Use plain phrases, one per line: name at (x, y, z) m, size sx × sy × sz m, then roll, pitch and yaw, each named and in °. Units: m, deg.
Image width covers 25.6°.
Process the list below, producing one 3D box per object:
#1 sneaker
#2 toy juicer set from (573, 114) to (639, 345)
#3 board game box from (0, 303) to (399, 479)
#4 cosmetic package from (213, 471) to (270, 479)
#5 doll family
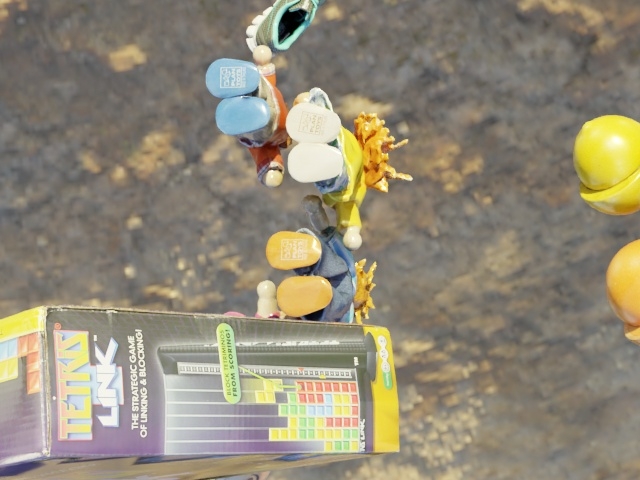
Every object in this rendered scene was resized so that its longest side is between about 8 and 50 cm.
sneaker at (-0.020, -0.289, 1.710) m, size 0.065 × 0.076 × 0.166 m, roll 33°, pitch 89°, yaw -23°
toy juicer set at (0.254, -0.069, 0.848) m, size 0.089 × 0.209 × 0.329 m, roll -17°, pitch 115°, yaw -38°
board game box at (-0.080, 0.063, 0.501) m, size 0.141 × 0.048 × 0.170 m, roll 5°, pitch 165°, yaw -40°
cosmetic package at (-0.209, 0.184, 1.240) m, size 0.296 × 0.153 × 0.129 m, roll 16°, pitch 110°, yaw -43°
doll family at (0.000, 0.000, 0.934) m, size 0.118 × 0.263 × 0.163 m, roll -1°, pitch 175°, yaw 9°
